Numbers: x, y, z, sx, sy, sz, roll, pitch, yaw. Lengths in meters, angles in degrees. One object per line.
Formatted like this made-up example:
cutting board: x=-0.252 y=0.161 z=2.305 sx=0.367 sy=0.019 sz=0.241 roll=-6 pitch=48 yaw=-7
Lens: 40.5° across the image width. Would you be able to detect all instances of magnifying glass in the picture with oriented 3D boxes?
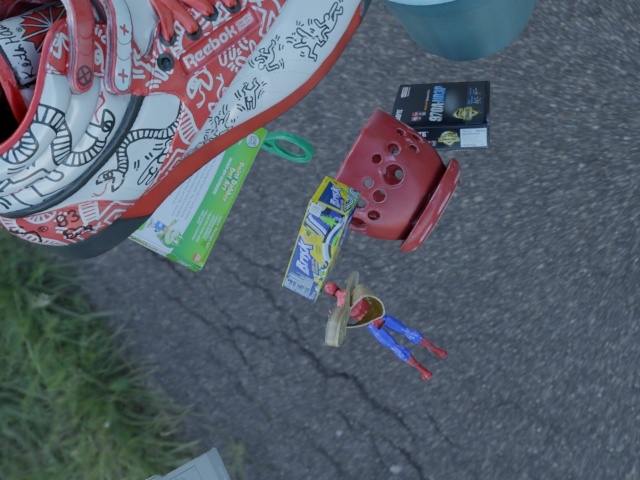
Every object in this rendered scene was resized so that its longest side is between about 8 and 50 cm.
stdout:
magnifying glass: x=-0.117 y=-0.211 z=1.859 sx=0.231 sy=0.092 sz=0.026 roll=12 pitch=68 yaw=27

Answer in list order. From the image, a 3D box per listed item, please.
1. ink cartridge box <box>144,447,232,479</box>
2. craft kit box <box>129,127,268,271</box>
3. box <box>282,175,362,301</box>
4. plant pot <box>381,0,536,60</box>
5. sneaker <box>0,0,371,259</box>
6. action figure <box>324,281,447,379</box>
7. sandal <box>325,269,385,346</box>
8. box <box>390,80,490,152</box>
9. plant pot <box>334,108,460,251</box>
ink cartridge box: x=-0.131 y=0.398 z=0.942 sx=0.066 sy=0.261 sz=0.296 roll=-31 pitch=81 yaw=17
craft kit box: x=-0.240 y=-0.117 z=1.318 sx=0.247 sy=0.061 sz=0.250 roll=28 pitch=74 yaw=-12
box: x=0.000 y=0.000 z=1.153 sx=0.054 sy=0.059 sz=0.169 roll=26 pitch=133 yaw=5
plant pot: x=0.223 y=-0.482 z=1.458 sx=0.341 sy=0.334 sz=0.341 roll=-4 pitch=78 yaw=18
sneaker: x=-0.080 y=-0.108 z=0.449 sx=0.270 sy=0.145 sz=0.090 roll=-44 pitch=68 yaw=-1
action figure: x=0.120 y=0.176 z=1.814 sx=0.280 sy=0.139 sz=0.091 roll=37 pitch=83 yaw=-2
sandal: x=0.073 y=0.128 z=1.544 sx=0.079 sy=0.240 sz=0.088 roll=10 pitch=111 yaw=11
box: x=0.219 y=-0.226 z=1.568 sx=0.175 sy=0.220 sz=0.051 roll=-1 pitch=120 yaw=13
plant pot: x=0.115 y=-0.086 z=1.375 sx=0.174 sy=0.191 sz=0.191 roll=30 pitch=109 yaw=3
